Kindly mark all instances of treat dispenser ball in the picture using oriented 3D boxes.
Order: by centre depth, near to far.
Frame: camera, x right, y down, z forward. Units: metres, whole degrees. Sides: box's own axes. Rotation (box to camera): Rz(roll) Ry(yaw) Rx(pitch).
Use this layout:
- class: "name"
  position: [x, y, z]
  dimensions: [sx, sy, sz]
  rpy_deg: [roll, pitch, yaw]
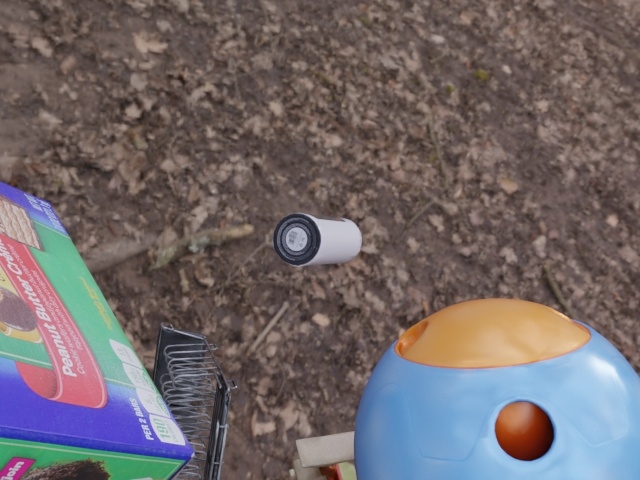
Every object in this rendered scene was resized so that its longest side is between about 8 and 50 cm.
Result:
- class: "treat dispenser ball"
  position: [0.175, 0.199, 0.710]
  dimensions: [0.287, 0.288, 0.288]
  rpy_deg: [11, 40, -10]

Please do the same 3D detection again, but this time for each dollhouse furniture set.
- class: "dollhouse furniture set"
  position: [0.044, 0.431, 1.036]
  dimensions: [0.135, 0.262, 0.259]
  rpy_deg: [-6, 46, -14]

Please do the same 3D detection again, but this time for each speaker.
- class: "speaker"
  position: [0.000, 0.000, 0.806]
  dimensions: [0.055, 0.055, 0.136]
  rpy_deg: [35, 12, 18]

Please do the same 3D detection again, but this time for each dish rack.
- class: "dish rack"
  position: [-0.160, 0.227, 0.875]
  dimensions: [0.074, 0.209, 0.271]
  rpy_deg: [6, 6, -17]

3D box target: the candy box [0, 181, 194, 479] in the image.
- class: "candy box"
  position: [-0.259, 0.037, 0.395]
  dimensions: [0.268, 0.122, 0.317]
  rpy_deg: [48, 10, 35]
